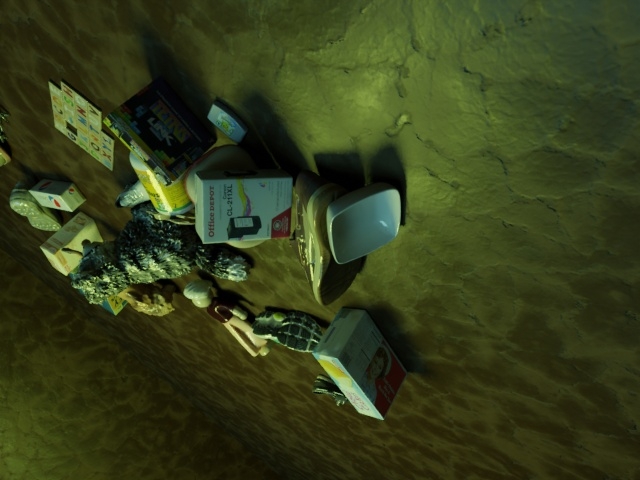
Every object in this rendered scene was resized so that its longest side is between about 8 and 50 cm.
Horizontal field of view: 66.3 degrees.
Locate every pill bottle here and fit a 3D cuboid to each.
[{"bbox_3d":[-0.356,-0.166,1.108,0.117,0.118,0.209,19,144,25],"label":"pill bottle"}]

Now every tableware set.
[{"bbox_3d":[-0.333,-0.060,1.216,0.141,0.168,0.020,9,100,27],"label":"tableware set"}]

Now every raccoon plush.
[{"bbox_3d":[-0.457,0.079,1.336,0.446,0.299,0.216,17,147,27],"label":"raccoon plush"}]

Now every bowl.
[{"bbox_3d":[0.072,-0.039,0.877,0.053,0.142,0.142,56,164,39],"label":"bowl"}]

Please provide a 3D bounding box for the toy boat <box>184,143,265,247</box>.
[{"bbox_3d":[-0.188,-0.097,1.051,0.231,0.151,0.151,58,172,-30],"label":"toy boat"}]

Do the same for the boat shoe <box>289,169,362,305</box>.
[{"bbox_3d":[0.000,0.000,1.010,0.123,0.123,0.342,42,156,33],"label":"boat shoe"}]

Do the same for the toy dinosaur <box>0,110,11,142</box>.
[{"bbox_3d":[-1.010,-0.378,1.505,0.118,0.064,0.268,39,145,7],"label":"toy dinosaur"}]

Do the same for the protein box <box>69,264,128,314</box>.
[{"bbox_3d":[-0.898,0.170,2.031,0.201,0.136,0.200,28,147,12],"label":"protein box"}]

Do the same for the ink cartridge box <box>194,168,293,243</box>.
[{"bbox_3d":[-0.149,-0.068,0.948,0.072,0.174,0.128,-137,46,-59],"label":"ink cartridge box"}]

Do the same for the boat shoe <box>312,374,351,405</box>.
[{"bbox_3d":[0.067,0.532,1.662,0.206,0.065,0.075,22,145,21],"label":"boat shoe"}]

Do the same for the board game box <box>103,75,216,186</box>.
[{"bbox_3d":[-0.316,-0.217,0.982,0.170,0.141,0.048,49,147,-20],"label":"board game box"}]

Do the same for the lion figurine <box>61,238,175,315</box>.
[{"bbox_3d":[-0.713,0.147,1.747,0.392,0.142,0.240,31,-178,-45],"label":"lion figurine"}]

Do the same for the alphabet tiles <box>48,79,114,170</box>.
[{"bbox_3d":[-0.621,-0.303,1.281,0.198,0.009,0.237,39,148,-4],"label":"alphabet tiles"}]

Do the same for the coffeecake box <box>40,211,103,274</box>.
[{"bbox_3d":[-0.896,0.012,1.778,0.068,0.186,0.142,28,147,11],"label":"coffeecake box"}]

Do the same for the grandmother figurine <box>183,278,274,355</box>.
[{"bbox_3d":[-0.304,0.252,1.621,0.342,0.104,0.207,43,139,-16],"label":"grandmother figurine"}]

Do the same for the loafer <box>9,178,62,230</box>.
[{"bbox_3d":[-1.052,-0.122,1.840,0.111,0.112,0.319,1,161,-9],"label":"loafer"}]

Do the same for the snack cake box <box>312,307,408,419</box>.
[{"bbox_3d":[0.109,0.318,1.266,0.089,0.152,0.264,-1,132,45],"label":"snack cake box"}]

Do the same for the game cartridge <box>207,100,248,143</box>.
[{"bbox_3d":[-0.180,-0.231,0.956,0.083,0.017,0.056,40,144,-7],"label":"game cartridge"}]

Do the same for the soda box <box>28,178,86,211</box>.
[{"bbox_3d":[-0.899,-0.156,1.674,0.216,0.069,0.074,10,140,36],"label":"soda box"}]

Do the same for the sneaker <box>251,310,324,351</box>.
[{"bbox_3d":[-0.083,0.271,1.462,0.275,0.107,0.110,7,158,44],"label":"sneaker"}]

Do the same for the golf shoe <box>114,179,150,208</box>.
[{"bbox_3d":[-0.499,-0.120,1.333,0.176,0.086,0.069,-11,124,48],"label":"golf shoe"}]

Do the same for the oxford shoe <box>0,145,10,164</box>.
[{"bbox_3d":[-1.231,-0.290,1.737,0.396,0.147,0.141,2,134,41],"label":"oxford shoe"}]
